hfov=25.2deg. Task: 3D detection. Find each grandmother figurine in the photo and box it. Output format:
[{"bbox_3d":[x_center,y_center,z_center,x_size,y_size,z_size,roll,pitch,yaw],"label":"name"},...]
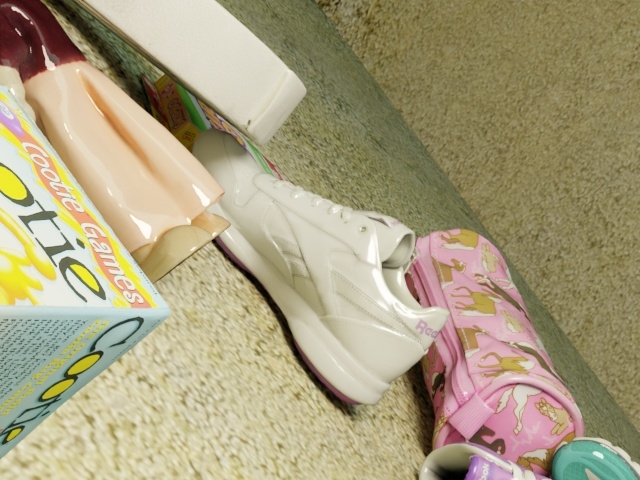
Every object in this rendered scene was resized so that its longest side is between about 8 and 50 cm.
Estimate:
[{"bbox_3d":[-0.203,-0.124,1.092,0.342,0.104,0.208,53,3,-3],"label":"grandmother figurine"}]

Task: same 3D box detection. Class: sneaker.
[{"bbox_3d":[0.203,0.252,1.271,0.282,0.102,0.161,8,-20,47],"label":"sneaker"},{"bbox_3d":[0.000,0.000,1.337,0.305,0.152,0.114,52,14,14],"label":"sneaker"},{"bbox_3d":[0.281,0.323,1.368,0.110,0.107,0.275,0,75,-62],"label":"sneaker"}]

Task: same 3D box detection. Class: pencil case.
[{"bbox_3d":[0.173,0.131,1.578,0.167,0.160,0.386,4,25,-9],"label":"pencil case"}]

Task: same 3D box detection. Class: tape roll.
[{"bbox_3d":[-0.181,-0.229,1.307,0.392,0.072,0.392,38,0,0],"label":"tape roll"}]

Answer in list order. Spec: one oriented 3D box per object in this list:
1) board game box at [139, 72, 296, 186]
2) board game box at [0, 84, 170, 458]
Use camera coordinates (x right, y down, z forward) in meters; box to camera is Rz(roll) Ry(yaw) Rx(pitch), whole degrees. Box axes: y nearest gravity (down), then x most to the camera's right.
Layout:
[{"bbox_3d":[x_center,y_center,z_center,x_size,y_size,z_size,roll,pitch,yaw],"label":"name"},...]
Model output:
[{"bbox_3d":[-0.092,-0.084,1.551,0.259,0.039,0.124,39,15,-34],"label":"board game box"},{"bbox_3d":[-0.199,0.015,0.548,0.142,0.144,0.275,53,11,13],"label":"board game box"}]
